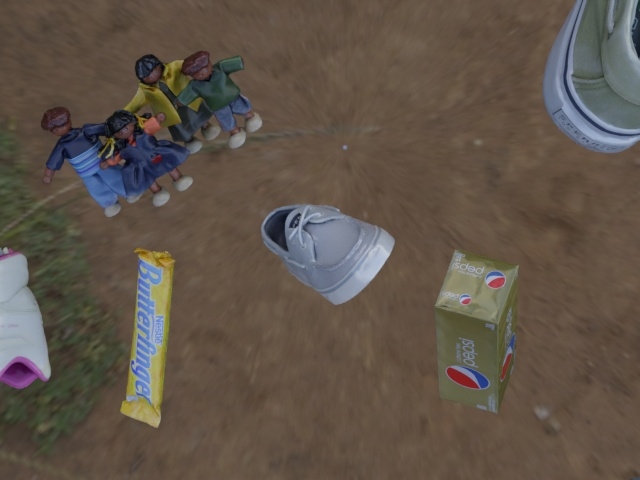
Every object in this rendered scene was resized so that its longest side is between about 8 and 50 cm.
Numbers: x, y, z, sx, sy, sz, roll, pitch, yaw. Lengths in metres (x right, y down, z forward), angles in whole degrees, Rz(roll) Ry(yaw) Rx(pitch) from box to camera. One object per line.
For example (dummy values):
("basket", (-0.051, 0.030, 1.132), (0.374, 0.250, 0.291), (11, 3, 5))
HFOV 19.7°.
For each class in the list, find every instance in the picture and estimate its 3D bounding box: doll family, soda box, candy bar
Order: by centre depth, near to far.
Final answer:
("doll family", (-0.148, -0.098, 1.542), (0.193, 0.076, 0.111), (-41, 131, -4))
("candy bar", (-0.146, 0.080, 1.565), (0.040, 0.018, 0.162), (18, 113, 26))
("soda box", (0.137, 0.082, 1.610), (0.058, 0.181, 0.061), (15, 62, 14))

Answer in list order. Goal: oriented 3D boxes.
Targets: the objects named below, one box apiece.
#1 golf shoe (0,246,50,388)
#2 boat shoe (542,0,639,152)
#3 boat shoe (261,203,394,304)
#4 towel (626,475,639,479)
("golf shoe", (-0.356, 0.116, 1.582), (0.306, 0.115, 0.140), (-28, 98, -38))
("boat shoe", (0.221, -0.188, 1.103), (0.109, 0.094, 0.302), (27, 64, -15))
("boat shoe", (0.000, 0.000, 1.394), (0.063, 0.184, 0.066), (38, 88, -16))
("towel", (-0.010, 0.203, 0.374), (0.370, 0.040, 0.271), (-18, 96, 22))
